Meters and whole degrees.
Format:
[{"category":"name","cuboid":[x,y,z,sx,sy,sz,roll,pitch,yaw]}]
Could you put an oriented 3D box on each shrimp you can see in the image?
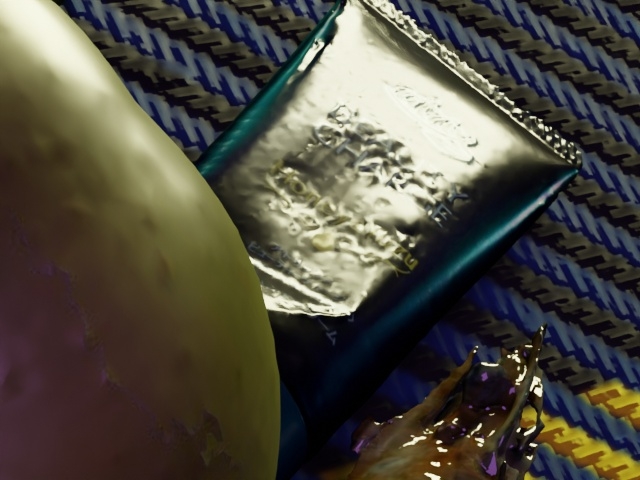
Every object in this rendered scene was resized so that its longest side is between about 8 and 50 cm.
[{"category":"shrimp","cuboid":[0.047,0.159,0.635,0.169,0.058,0.296,42,53,-9]}]

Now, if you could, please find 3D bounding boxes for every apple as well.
[{"category":"apple","cuboid":[-0.147,0.046,0.486,0.279,0.279,0.279,14,54,-21]}]

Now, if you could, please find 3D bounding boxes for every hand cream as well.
[{"category":"hand cream","cuboid":[0.000,0.000,0.714,0.120,0.061,0.270,38,42,4]}]

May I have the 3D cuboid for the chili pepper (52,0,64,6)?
[{"category":"chili pepper","cuboid":[-0.218,-0.217,0.712,0.359,0.076,0.085,49,31,1]}]
